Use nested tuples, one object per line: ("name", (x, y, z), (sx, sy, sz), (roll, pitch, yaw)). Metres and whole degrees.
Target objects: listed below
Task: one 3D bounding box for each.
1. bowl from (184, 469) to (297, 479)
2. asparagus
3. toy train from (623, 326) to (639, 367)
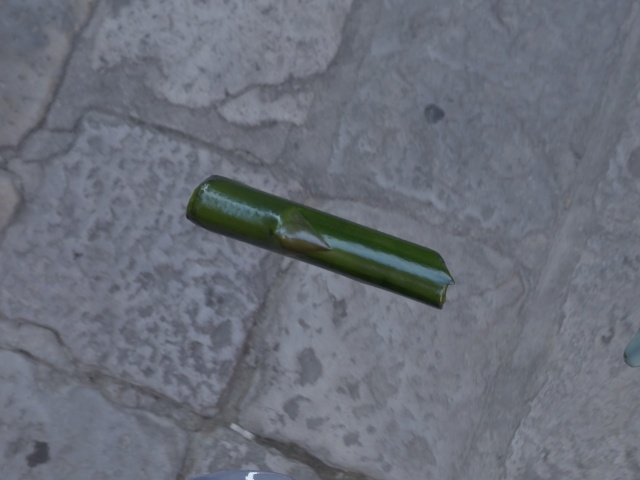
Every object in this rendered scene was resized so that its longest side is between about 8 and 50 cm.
("bowl", (-0.088, 0.326, 0.924), (0.287, 0.287, 0.143), (-4, 96, 8))
("asparagus", (0.001, -0.002, 0.908), (0.278, 0.067, 0.060), (19, 80, 10))
("toy train", (0.410, 0.053, 0.972), (0.234, 0.052, 0.051), (-40, 99, 21))
